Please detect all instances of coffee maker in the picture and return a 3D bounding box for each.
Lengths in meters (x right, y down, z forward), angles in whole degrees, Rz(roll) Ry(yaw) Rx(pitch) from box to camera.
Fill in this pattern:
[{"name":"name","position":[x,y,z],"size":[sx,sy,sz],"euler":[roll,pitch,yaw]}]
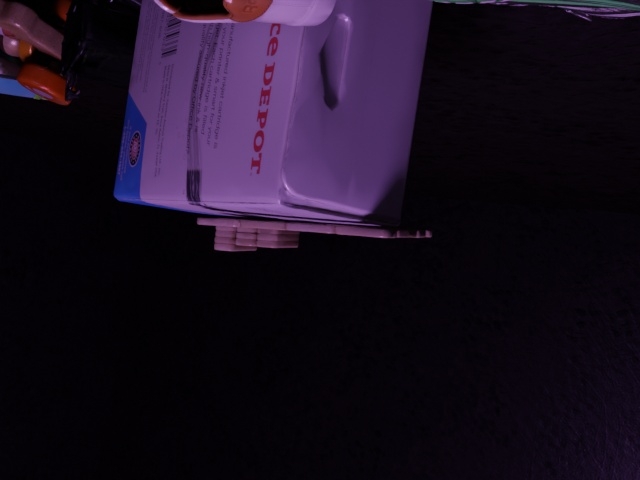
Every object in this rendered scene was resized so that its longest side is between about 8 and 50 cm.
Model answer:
[{"name":"coffee maker","position":[-0.265,-0.255,1.032],"size":[0.178,0.171,0.120],"euler":[12,177,-33]}]

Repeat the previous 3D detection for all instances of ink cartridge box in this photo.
[{"name":"ink cartridge box","position":[-0.074,-0.171,0.854],"size":[0.166,0.286,0.394],"euler":[9,178,-38]}]

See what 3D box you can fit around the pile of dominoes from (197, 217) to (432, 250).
[{"name":"pile of dominoes","position":[0.000,0.000,0.842],"size":[0.251,0.040,0.196],"euler":[5,-178,29]}]

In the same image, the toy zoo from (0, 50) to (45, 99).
[{"name":"toy zoo","position":[-0.556,-0.297,1.139],"size":[0.192,0.030,0.293],"euler":[46,-156,22]}]

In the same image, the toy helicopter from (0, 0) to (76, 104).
[{"name":"toy helicopter","position":[-0.504,-0.341,1.046],"size":[0.234,0.140,0.355],"euler":[19,172,34]}]

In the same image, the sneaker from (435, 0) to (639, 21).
[{"name":"sneaker","position":[0.174,-0.221,0.556],"size":[0.343,0.134,0.146],"euler":[11,-178,10]}]

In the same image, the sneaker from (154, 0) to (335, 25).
[{"name":"sneaker","position":[-0.118,-0.253,0.635],"size":[0.123,0.106,0.290],"euler":[-14,-150,-37]}]
